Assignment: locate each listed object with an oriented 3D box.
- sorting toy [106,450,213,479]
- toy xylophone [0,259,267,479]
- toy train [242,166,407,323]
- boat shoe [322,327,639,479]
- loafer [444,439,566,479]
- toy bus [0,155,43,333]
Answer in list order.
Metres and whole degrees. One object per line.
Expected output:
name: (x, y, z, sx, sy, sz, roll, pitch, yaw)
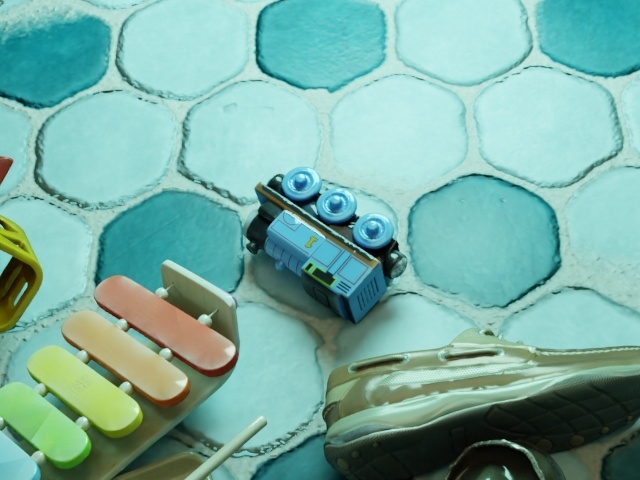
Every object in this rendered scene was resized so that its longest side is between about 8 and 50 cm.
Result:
sorting toy: (-0.218, 0.338, 1.211, 0.307, 0.041, 0.229, -21, 53, -3)
toy xylophone: (-0.192, 0.159, 1.273, 0.236, 0.081, 0.322, 19, 52, 37)
toy train: (0.000, 0.000, 1.410, 0.184, 0.080, 0.105, 34, 69, 25)
boat shoe: (0.157, 0.133, 1.277, 0.324, 0.123, 0.116, -9, 52, -4)
loafer: (0.112, 0.311, 1.121, 0.134, 0.130, 0.366, -3, 50, 35)
toy bus: (-0.349, 0.018, 1.403, 0.104, 0.191, 0.202, 32, 52, -27)
